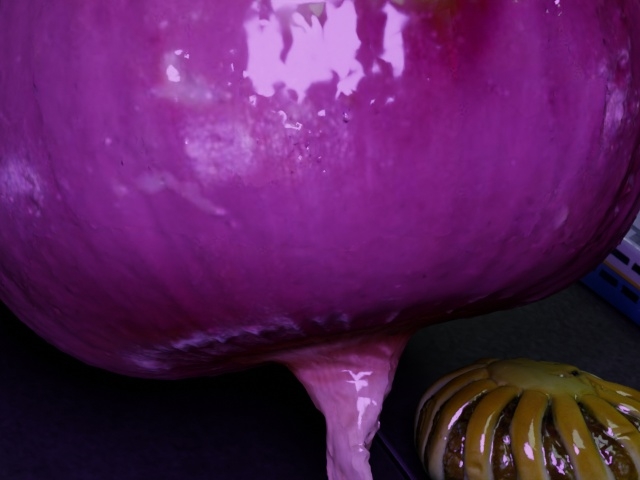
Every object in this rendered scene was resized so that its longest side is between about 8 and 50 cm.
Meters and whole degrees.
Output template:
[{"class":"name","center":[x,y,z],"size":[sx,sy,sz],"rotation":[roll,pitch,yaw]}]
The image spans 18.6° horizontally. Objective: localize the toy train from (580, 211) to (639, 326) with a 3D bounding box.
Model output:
[{"class":"toy train","center":[0.238,0.045,1.233],"size":[0.234,0.051,0.052],"rotation":[40,39,24]}]

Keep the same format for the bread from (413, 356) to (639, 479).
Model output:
[{"class":"bread","center":[0.114,0.101,1.018],"size":[0.130,0.071,0.139],"rotation":[-2,12,-15]}]

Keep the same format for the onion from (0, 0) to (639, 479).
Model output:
[{"class":"onion","center":[0.000,-0.038,0.975],"size":[0.358,0.345,0.358],"rotation":[-14,20,5]}]
